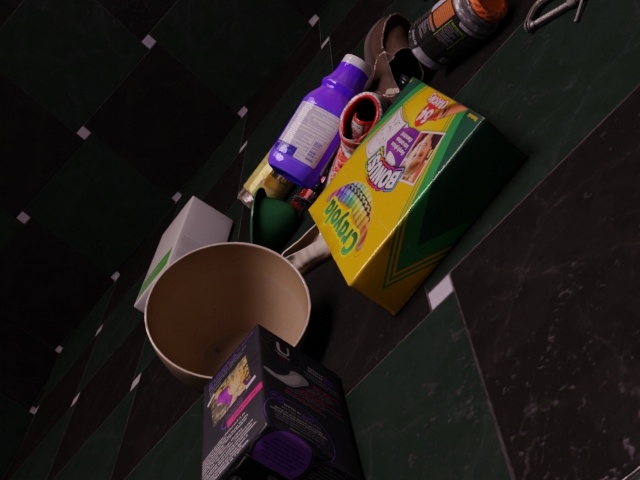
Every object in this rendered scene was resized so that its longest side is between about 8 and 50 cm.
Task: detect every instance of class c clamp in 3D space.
[{"bbox_3d":[0.402,-0.402,1.395,0.137,0.022,0.160,-61,19,-19],"label":"c clamp"}]

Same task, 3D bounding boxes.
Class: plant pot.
[{"bbox_3d":[-0.156,0.172,1.458,0.191,0.284,0.284,89,-163,-50],"label":"plant pot"}]

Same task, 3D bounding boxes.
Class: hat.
[{"bbox_3d":[-0.059,-0.044,1.919,0.173,0.183,0.209,-73,-17,-60],"label":"hat"}]

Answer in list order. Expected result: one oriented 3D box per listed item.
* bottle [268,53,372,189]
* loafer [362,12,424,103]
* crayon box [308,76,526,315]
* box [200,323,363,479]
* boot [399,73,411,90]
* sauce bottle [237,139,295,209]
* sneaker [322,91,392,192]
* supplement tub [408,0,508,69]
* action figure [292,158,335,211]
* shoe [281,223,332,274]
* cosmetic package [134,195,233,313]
[{"bbox_3d":[0.007,-0.247,1.669,0.283,0.118,0.092,-59,-15,-6],"label":"bottle"},{"bbox_3d":[0.178,-0.373,1.770,0.130,0.133,0.366,-33,37,40],"label":"loafer"},{"bbox_3d":[0.138,-0.091,1.353,0.313,0.106,0.363,-51,21,9],"label":"crayon box"},{"bbox_3d":[-0.062,0.266,1.135,0.143,0.165,0.270,-50,18,13],"label":"box"},{"bbox_3d":[0.167,-0.242,1.551,0.099,0.121,0.045,-46,18,6],"label":"boot"},{"bbox_3d":[-0.080,-0.221,2.145,0.344,0.111,0.111,-53,18,9],"label":"sauce bottle"},{"bbox_3d":[0.057,-0.164,1.590,0.270,0.090,0.145,-63,-18,7],"label":"sneaker"},{"bbox_3d":[0.274,-0.432,1.619,0.190,0.117,0.117,-30,30,51],"label":"supplement tub"},{"bbox_3d":[0.031,-0.202,1.789,0.164,0.140,0.276,-33,31,55],"label":"action figure"},{"bbox_3d":[0.000,0.000,1.629,0.219,0.058,0.077,-39,23,39],"label":"shoe"},{"bbox_3d":[-0.386,0.061,2.346,0.197,0.155,0.366,-48,20,27],"label":"cosmetic package"}]
